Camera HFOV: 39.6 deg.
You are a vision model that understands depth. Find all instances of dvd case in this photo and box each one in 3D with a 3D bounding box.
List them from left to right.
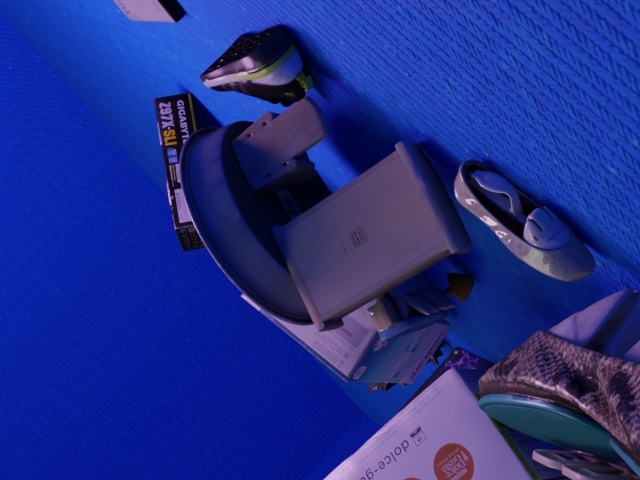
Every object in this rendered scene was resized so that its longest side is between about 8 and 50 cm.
[{"bbox_3d":[-0.308,-0.408,1.348,0.180,0.022,0.253,50,168,-29],"label":"dvd case"}]

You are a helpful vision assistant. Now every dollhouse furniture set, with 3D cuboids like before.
[{"bbox_3d":[0.096,-0.043,1.126,0.303,0.198,0.286,0,-119,-61],"label":"dollhouse furniture set"}]

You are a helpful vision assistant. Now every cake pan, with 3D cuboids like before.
[{"bbox_3d":[-0.056,-0.033,1.138,0.293,0.054,0.293,41,-149,-31],"label":"cake pan"}]

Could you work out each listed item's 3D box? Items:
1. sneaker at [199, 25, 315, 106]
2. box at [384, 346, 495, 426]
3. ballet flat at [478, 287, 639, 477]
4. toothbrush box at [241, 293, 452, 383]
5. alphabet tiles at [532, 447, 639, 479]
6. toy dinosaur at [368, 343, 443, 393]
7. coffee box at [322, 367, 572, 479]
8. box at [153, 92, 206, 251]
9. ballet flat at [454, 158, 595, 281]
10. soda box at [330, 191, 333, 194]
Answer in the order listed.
[{"bbox_3d":[-0.077,-0.200,1.113,0.097,0.084,0.235,47,169,-21],"label":"sneaker"},{"bbox_3d":[0.225,0.330,1.545,0.103,0.261,0.184,48,169,-20],"label":"box"},{"bbox_3d":[0.288,0.128,0.767,0.164,0.182,0.483,28,175,-8],"label":"ballet flat"},{"bbox_3d":[0.051,0.110,1.382,0.216,0.126,0.295,36,-172,24],"label":"toothbrush box"},{"bbox_3d":[0.367,0.243,0.874,0.278,0.021,0.284,7,179,-15],"label":"alphabet tiles"},{"bbox_3d":[0.111,0.159,1.666,0.218,0.164,0.322,61,-170,-4],"label":"toy dinosaur"},{"bbox_3d":[0.221,0.397,1.121,0.338,0.337,0.334,15,-146,-52],"label":"coffee box"},{"bbox_3d":[-0.272,-0.127,1.800,0.322,0.079,0.257,123,136,-79],"label":"box"},{"bbox_3d":[0.194,-0.021,0.867,0.168,0.057,0.052,38,158,27],"label":"ballet flat"},{"bbox_3d":[0.019,-0.036,1.455,0.183,0.058,0.063,37,168,37],"label":"soda box"}]
